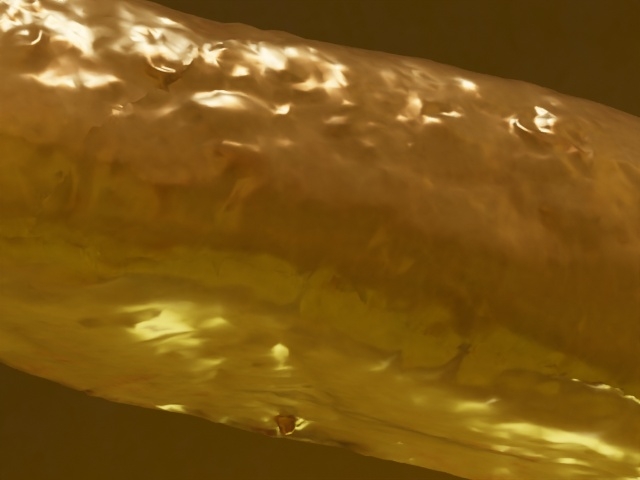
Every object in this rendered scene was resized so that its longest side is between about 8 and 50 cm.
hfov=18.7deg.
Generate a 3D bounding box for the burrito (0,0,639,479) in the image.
[{"bbox_3d":[-0.002,0.002,0.543,0.299,0.143,0.105,15,-114,-19],"label":"burrito"}]
